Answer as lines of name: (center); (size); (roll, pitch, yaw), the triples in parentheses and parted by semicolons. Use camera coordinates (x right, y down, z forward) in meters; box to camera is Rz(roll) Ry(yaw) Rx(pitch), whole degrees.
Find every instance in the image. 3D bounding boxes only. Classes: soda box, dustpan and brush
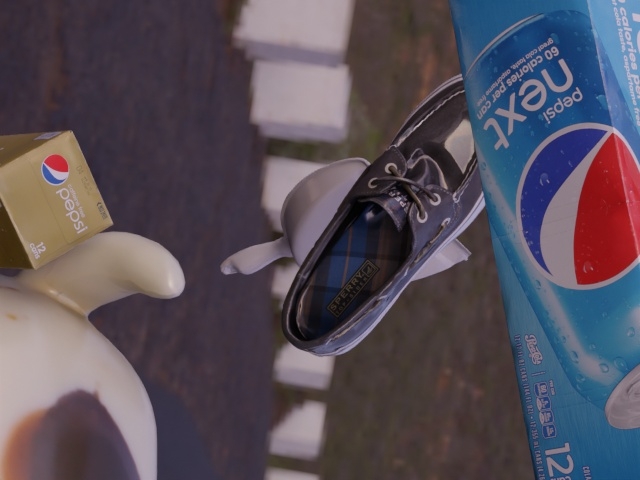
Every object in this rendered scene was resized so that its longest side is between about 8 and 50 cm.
soda box: (-0.200, -0.023, 0.975); (0.058, 0.181, 0.061); (-33, 110, -32)
soda box: (0.114, -0.007, 0.666); (0.071, 0.067, 0.210); (1, 76, -49)
dustpan and brush: (0.000, 0.000, 1.385); (0.147, 0.211, 0.060); (42, 31, -38)

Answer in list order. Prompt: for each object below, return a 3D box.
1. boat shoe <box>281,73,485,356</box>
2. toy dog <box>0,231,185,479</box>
boat shoe: (0.047, -0.017, 1.115); (0.228, 0.080, 0.076); (-50, 169, 10)
toy dog: (-0.170, 0.222, 0.892); (0.284, 0.395, 0.408); (51, 3, -38)
